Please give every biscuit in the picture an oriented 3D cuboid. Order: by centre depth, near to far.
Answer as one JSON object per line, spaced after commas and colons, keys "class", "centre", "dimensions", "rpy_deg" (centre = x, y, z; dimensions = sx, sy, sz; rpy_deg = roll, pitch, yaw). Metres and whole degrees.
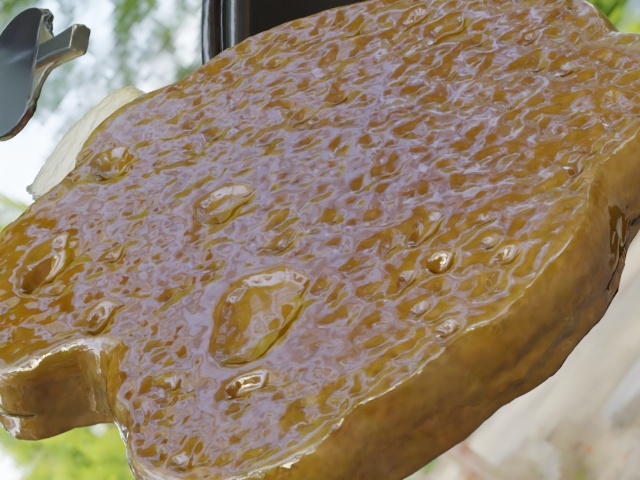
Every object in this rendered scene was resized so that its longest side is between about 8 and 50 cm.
{"class": "biscuit", "centre": [0.000, 0.000, 0.859], "dimensions": [0.359, 0.074, 0.381], "rpy_deg": [-8, 39, 24]}
{"class": "biscuit", "centre": [-0.281, -0.100, 2.111], "dimensions": [0.265, 0.040, 0.188], "rpy_deg": [-28, 34, 46]}

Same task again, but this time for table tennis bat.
{"class": "table tennis bat", "centre": [-0.270, -0.162, 1.651], "dimensions": [0.220, 0.019, 0.130], "rpy_deg": [-14, 64, 56]}

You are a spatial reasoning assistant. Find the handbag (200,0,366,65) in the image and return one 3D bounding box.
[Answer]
{"class": "handbag", "centre": [0.030, -0.186, 1.413], "dimensions": [0.093, 0.254, 0.308], "rpy_deg": [-108, 16, -57]}
